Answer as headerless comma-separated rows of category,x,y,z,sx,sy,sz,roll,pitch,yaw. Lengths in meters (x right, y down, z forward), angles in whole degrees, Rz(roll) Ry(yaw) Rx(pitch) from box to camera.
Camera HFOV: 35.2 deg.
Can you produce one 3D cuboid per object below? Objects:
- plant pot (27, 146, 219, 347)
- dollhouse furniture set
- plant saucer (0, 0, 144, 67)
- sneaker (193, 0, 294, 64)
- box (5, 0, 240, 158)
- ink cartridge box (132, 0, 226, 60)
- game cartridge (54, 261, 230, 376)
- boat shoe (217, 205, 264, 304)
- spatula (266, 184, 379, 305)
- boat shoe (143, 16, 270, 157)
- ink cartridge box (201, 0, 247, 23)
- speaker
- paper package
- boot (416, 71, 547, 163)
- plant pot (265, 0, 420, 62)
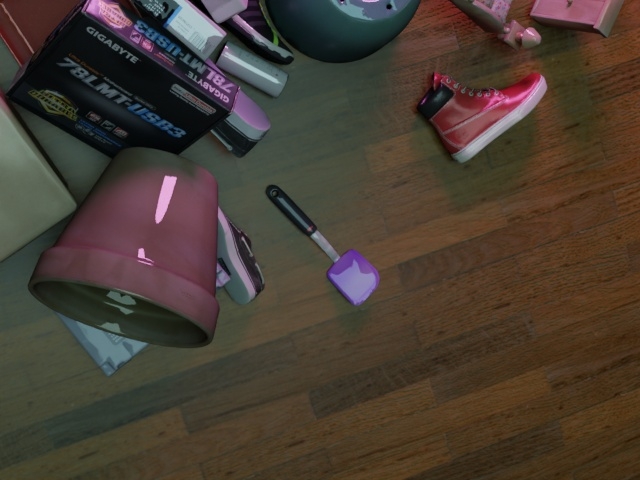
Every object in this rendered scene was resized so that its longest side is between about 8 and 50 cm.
plant pot,-0.304,0.003,1.744,0.323,0.323,0.280,20,71,-14
dollhouse furniture set,0.415,-0.531,1.882,0.355,0.174,0.303,24,89,-44
plant saucer,-0.436,-0.382,1.794,0.258,0.048,0.259,-27,104,21
sneaker,-0.130,-0.426,1.889,0.234,0.084,0.097,37,86,-14
box,-0.337,-0.254,1.712,0.295,0.293,0.073,32,53,-27
ink cartridge box,-0.246,-0.391,1.745,0.165,0.333,0.065,38,97,-13
game cartridge,-0.342,0.089,1.895,0.294,0.060,0.196,-38,95,-5
boat shoe,-0.173,0.014,1.937,0.070,0.078,0.219,-39,114,-44
spatula,0.000,0.000,1.994,0.084,0.030,0.296,-44,103,-6
boat shoe,-0.234,-0.279,1.869,0.306,0.113,0.105,41,120,-9
ink cartridge box,-0.211,-0.547,1.721,0.066,0.296,0.261,-25,124,18
speaker,-0.131,-0.325,1.915,0.136,0.055,0.055,26,90,-15
paper package,-0.638,-0.097,1.742,0.325,0.168,0.309,-35,113,-7
boot,0.318,-0.295,2.010,0.244,0.088,0.176,-38,101,-3
plant pot,0.058,-0.479,1.850,0.293,0.235,0.293,-2,97,-13
